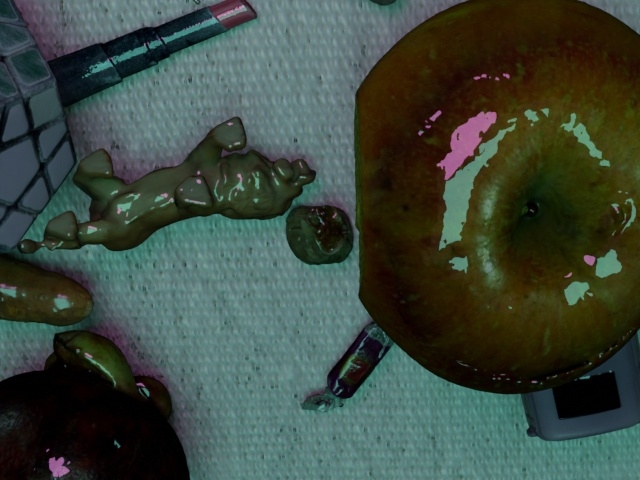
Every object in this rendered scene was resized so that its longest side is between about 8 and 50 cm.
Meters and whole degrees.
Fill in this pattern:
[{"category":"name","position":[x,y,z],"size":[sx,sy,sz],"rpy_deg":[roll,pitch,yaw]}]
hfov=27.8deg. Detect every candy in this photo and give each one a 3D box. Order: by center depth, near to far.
[{"category":"candy","position":[0.042,0.141,1.497],"size":[0.045,0.043,0.175],"rpy_deg":[32,106,-17]}]

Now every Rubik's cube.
[{"category":"Rubik's cube","position":[-0.410,-0.120,1.327],"size":[0.319,0.319,0.264],"rpy_deg":[0,81,4]}]

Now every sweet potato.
[{"category":"sweet potato","position":[-0.430,0.039,1.470],"size":[0.354,0.095,0.106],"rpy_deg":[2,63,1]}]

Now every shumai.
[{"category":"shumai","position":[0.000,0.000,1.436],"size":[0.082,0.080,0.083],"rpy_deg":[-38,103,15]}]

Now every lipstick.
[{"category":"lipstick","position":[-0.180,-0.208,1.400],"size":[0.234,0.053,0.053],"rpy_deg":[-19,105,7]}]

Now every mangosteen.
[{"category":"mangosteen","position":[-0.278,0.257,1.449],"size":[0.288,0.288,0.288],"rpy_deg":[1,107,3]}]

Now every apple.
[{"category":"apple","position":[0.180,-0.055,1.277],"size":[0.374,0.374,0.384],"rpy_deg":[28,102,-5]}]

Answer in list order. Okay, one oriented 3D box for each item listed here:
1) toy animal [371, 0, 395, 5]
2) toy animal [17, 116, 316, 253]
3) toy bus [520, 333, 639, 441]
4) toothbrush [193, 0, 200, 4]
[{"category":"toy animal","position":[-0.005,-0.342,1.330],"size":[0.079,0.070,0.253],"rpy_deg":[-39,107,14]},{"category":"toy animal","position":[-0.159,-0.042,1.394],"size":[0.312,0.157,0.097],"rpy_deg":[-16,67,2]},{"category":"toy bus","position":[0.278,0.121,1.418],"size":[0.142,0.142,0.203],"rpy_deg":[-14,116,7]},{"category":"toothbrush","position":[-0.163,-0.292,1.393],"size":[0.006,0.008,0.097],"rpy_deg":[-36,103,27]}]
